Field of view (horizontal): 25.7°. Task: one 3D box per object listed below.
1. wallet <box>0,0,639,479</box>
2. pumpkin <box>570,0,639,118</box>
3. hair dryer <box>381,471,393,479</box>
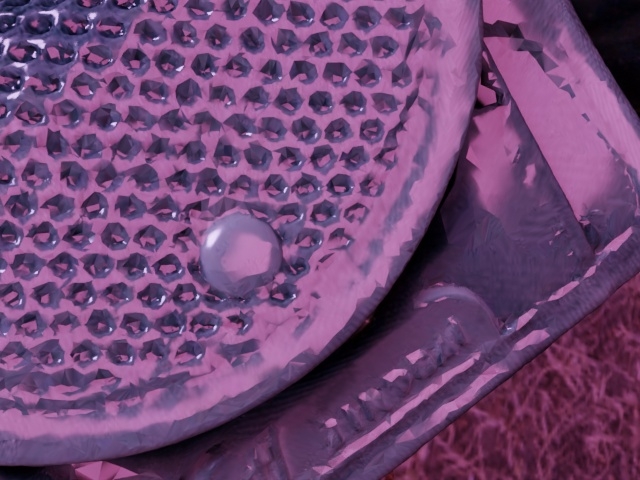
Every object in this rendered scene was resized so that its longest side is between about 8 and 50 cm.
[{"bbox_3d":[-0.036,0.000,0.514,0.342,0.075,0.237,-37,112,-10],"label":"wallet"},{"bbox_3d":[0.164,-0.210,0.664,0.323,0.241,0.323,-3,95,-43],"label":"pumpkin"},{"bbox_3d":[-0.006,-0.010,0.632,0.195,0.054,0.220,47,59,-28],"label":"hair dryer"}]
